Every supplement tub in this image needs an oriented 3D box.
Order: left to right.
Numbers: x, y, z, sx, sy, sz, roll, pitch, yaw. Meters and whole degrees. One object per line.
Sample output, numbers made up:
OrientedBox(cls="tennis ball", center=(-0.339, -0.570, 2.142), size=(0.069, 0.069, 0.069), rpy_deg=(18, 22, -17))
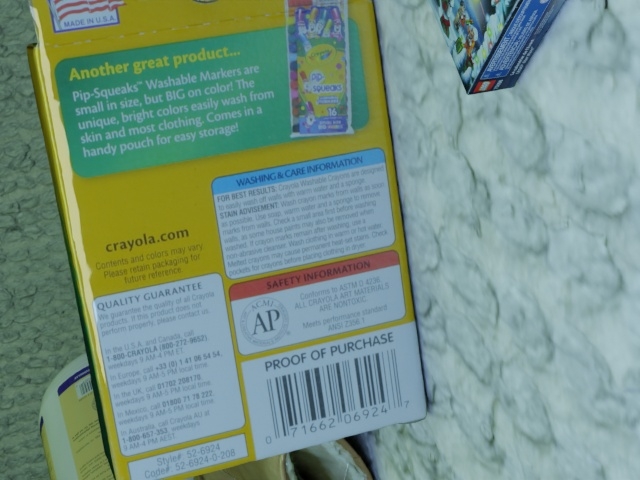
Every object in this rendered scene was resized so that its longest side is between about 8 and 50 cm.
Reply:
OrientedBox(cls="supplement tub", center=(-0.211, 0.313, 1.383), size=(0.241, 0.241, 0.331), rpy_deg=(93, 158, -43))

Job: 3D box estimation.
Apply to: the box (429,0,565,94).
OrientedBox(cls="box", center=(0.066, -0.147, 0.488), size=(0.094, 0.027, 0.137), rpy_deg=(113, 142, -61))

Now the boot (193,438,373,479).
OrientedBox(cls="boot", center=(-0.034, 0.217, 0.970), size=(0.236, 0.089, 0.269), rpy_deg=(54, 160, -27))

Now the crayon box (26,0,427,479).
OrientedBox(cls="crayon box", center=(-0.058, -0.027, 0.682), size=(0.083, 0.203, 0.322), rpy_deg=(-151, 51, -69))
